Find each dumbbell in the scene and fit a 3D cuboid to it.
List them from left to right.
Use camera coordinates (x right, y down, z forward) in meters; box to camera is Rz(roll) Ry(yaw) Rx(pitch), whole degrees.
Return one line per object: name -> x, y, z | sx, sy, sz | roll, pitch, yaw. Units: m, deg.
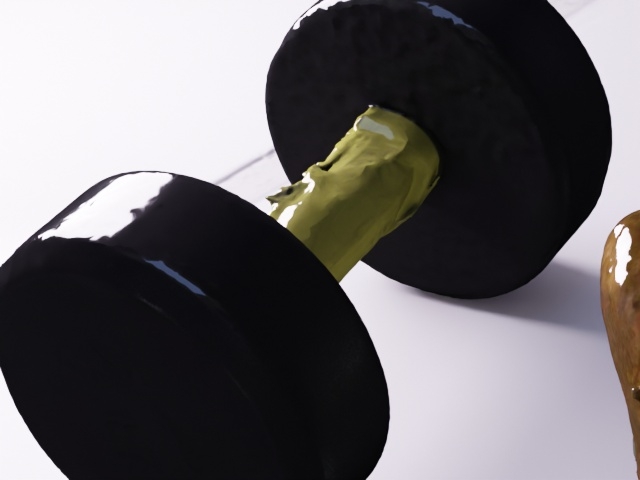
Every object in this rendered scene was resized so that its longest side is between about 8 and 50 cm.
dumbbell -> 0.000, 0.000, 0.896 | 0.204, 0.203, 0.322 | 14, 41, 32

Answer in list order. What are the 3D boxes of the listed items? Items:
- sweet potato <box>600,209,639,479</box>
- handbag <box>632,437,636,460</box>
sweet potato -> 0.132, 0.118, 0.466 | 0.097, 0.097, 0.291 | -9, 52, 2
handbag -> 0.288, 0.051, 0.672 | 0.327, 0.162, 0.325 | 0, -2, 8
